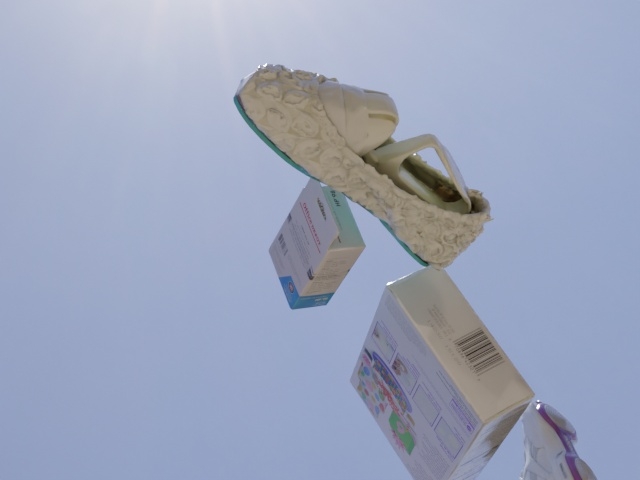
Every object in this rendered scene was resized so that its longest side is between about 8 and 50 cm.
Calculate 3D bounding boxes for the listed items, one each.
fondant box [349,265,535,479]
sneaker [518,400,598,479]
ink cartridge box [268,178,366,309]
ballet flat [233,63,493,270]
[{"bbox_3d":[0.166,0.216,1.761,0.096,0.238,0.330,-24,-24,-23],"label":"fondant box"},{"bbox_3d":[0.384,0.391,2.099,0.114,0.305,0.152,35,-70,-19],"label":"sneaker"},{"bbox_3d":[0.000,0.000,1.600,0.060,0.104,0.180,-4,-33,-29],"label":"ink cartridge box"},{"bbox_3d":[0.073,-0.113,1.498,0.409,0.147,0.147,37,-84,-36],"label":"ballet flat"}]
